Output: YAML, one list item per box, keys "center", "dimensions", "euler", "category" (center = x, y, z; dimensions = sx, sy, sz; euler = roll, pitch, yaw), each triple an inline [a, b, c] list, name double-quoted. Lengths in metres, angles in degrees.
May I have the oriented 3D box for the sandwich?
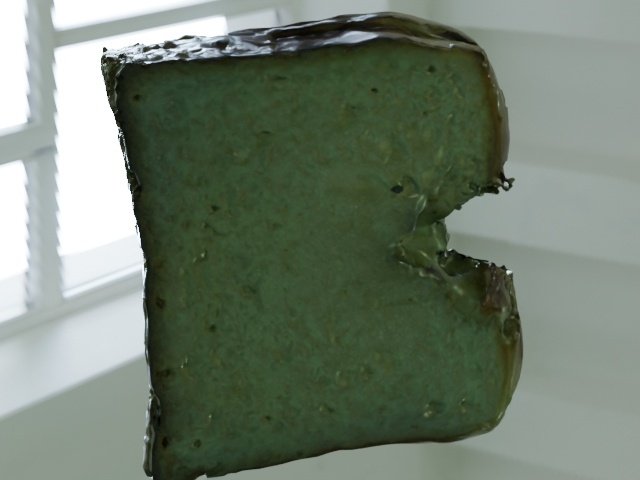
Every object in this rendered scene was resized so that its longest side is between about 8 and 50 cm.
- center: [0.000, 0.000, 1.027]
  dimensions: [0.249, 0.095, 0.273]
  euler: [-6, -79, -1]
  category: "sandwich"
